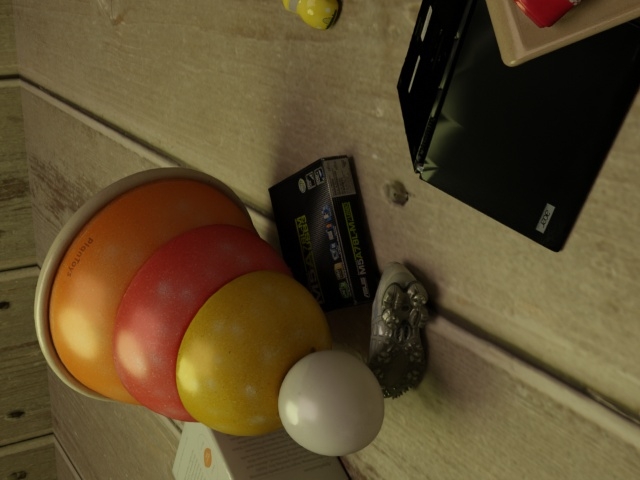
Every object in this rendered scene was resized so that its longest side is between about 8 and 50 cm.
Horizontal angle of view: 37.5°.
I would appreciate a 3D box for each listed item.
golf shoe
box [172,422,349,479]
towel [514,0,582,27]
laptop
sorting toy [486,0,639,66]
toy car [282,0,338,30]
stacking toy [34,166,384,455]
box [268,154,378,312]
[{"bbox_3d":[0.088,0.107,1.124,0.086,0.069,0.176,-105,22,-58],"label":"golf shoe"},{"bbox_3d":[-0.067,0.400,1.370,0.345,0.168,0.215,59,145,35],"label":"box"},{"bbox_3d":[0.197,-0.310,0.667,0.275,0.031,0.199,-41,80,36],"label":"towel"},{"bbox_3d":[0.177,-0.167,0.907,0.264,0.137,0.234,-94,15,-51],"label":"laptop"},{"bbox_3d":[0.212,-0.259,0.735,0.208,0.038,0.193,-19,81,36],"label":"sorting toy"},{"bbox_3d":[-0.049,-0.398,1.197,0.239,0.053,0.225,40,133,49],"label":"toy car"},{"bbox_3d":[-0.107,0.136,1.181,0.480,0.351,0.350,29,125,43],"label":"stacking toy"},{"bbox_3d":[0.000,0.000,1.246,0.184,0.045,0.190,-19,82,61],"label":"box"}]
